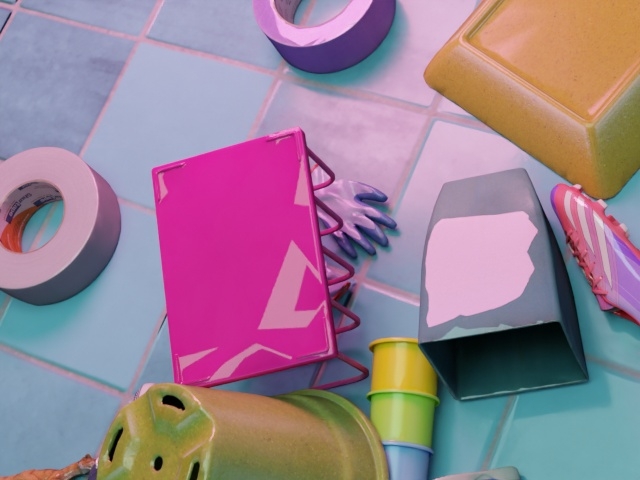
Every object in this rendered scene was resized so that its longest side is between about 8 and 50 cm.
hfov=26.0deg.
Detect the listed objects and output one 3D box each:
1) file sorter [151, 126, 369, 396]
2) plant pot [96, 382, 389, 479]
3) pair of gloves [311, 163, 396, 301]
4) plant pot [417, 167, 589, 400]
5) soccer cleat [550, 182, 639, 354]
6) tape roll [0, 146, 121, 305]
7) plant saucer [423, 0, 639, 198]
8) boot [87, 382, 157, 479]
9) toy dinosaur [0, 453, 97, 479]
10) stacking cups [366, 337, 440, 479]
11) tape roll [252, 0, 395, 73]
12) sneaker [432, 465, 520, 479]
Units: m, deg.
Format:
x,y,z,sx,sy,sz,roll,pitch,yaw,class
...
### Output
x,y,z,sx,sy,sz,roll,pitch,yaw,class
-0.068,0.044,1.738,0.202,0.182,0.290,-15,69,16,file sorter
-0.106,0.278,1.587,0.276,0.254,0.276,-18,62,36,plant pot
0.000,0.000,1.842,0.159,0.023,0.198,36,88,28,pair of gloves
0.213,0.044,1.665,0.166,0.165,0.234,-11,56,17,plant pot
0.345,0.030,1.662,0.095,0.083,0.248,-43,62,5,soccer cleat
-0.397,-0.021,1.982,0.219,0.072,0.219,-9,65,19,tape roll
0.340,-0.270,1.792,0.333,0.081,0.333,39,86,31,plant saucer
-0.256,0.277,1.796,0.086,0.069,0.190,-2,69,17,boot
-0.393,0.328,1.845,0.211,0.064,0.112,-5,53,9,toy dinosaur
0.090,0.276,1.644,0.096,0.096,0.316,-2,67,21,stacking cups
0.005,-0.336,1.953,0.189,0.080,0.189,-8,65,18,tape roll
0.171,0.313,1.589,0.152,0.058,0.084,-5,63,-25,sneaker
